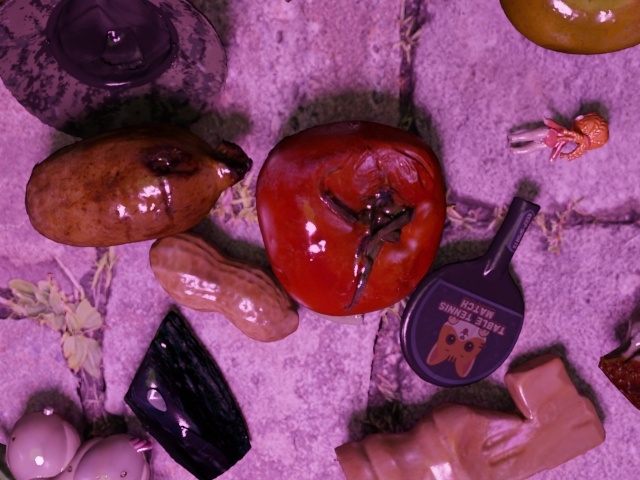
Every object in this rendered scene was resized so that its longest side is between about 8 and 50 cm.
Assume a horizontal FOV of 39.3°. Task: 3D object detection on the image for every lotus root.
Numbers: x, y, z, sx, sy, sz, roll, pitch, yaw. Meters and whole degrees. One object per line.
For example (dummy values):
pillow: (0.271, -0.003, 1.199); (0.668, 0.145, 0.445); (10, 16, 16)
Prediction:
lotus root: (-0.202, -0.064, 0.992); (0.260, 0.145, 0.129); (-8, 119, 8)

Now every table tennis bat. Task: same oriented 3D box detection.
table tennis bat: (0.179, 0.059, 1.011); (0.150, 0.027, 0.236); (23, 100, -22)

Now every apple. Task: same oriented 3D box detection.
apple: (0.273, -0.282, 0.906); (0.196, 0.157, 0.197); (1, 99, 6)

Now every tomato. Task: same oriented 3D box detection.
tomato: (0.044, -0.026, 0.964); (0.227, 0.101, 0.228); (-3, 98, -19)

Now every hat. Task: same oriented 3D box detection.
hat: (-0.225, -0.233, 0.968); (0.265, 0.265, 0.129); (-10, 62, 7)

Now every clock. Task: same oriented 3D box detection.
clock: (-0.294, 0.281, 1.073); (0.230, 0.103, 0.144); (17, 98, 1)

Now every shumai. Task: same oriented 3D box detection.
shumai: (0.399, 0.144, 0.973); (0.184, 0.184, 0.142); (38, 124, -1)

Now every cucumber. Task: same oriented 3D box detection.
cucumber: (-0.168, 0.197, 1.063); (0.115, 0.086, 0.193); (-33, 100, 7)

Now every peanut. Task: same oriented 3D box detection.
peanut: (-0.111, 0.056, 1.033); (0.192, 0.089, 0.089); (30, 100, 1)

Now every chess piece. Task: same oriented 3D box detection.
chess piece: (0.173, 0.240, 1.023); (0.300, 0.137, 0.137); (-22, 96, -5)

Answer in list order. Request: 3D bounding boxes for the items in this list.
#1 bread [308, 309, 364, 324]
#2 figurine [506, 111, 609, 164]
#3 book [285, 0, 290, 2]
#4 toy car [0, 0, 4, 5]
bread: (-0.004, 0.003, 1.037); (0.112, 0.036, 0.193); (1, 98, 7)
figurine: (0.263, -0.112, 0.991); (0.109, 0.047, 0.064); (-9, 126, 13)
book: (-0.009, -0.427, 0.979); (0.264, 0.027, 0.202); (-42, 93, 10)
toy car: (-0.322, -0.325, 0.994); (0.139, 0.112, 0.112); (-36, 78, 19)
